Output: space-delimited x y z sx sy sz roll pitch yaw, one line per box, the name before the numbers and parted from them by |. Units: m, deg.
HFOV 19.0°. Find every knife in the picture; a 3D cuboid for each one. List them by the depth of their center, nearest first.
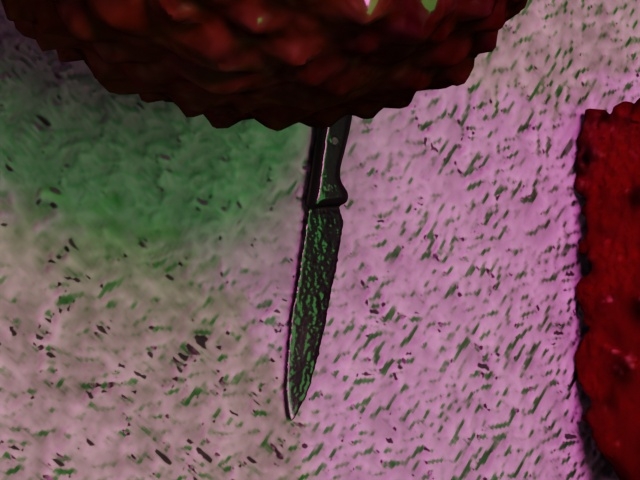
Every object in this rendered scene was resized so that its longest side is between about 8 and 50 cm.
knife | 0.000 0.000 0.898 0.023 0.010 0.170 14 80 -30

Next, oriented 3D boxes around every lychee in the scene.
lychee | -0.017 -0.180 0.736 0.304 0.276 0.275 3 84 -7

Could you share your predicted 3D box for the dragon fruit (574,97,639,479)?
dragon fruit | 0.287 0.094 0.978 0.286 0.228 0.329 14 76 -38
